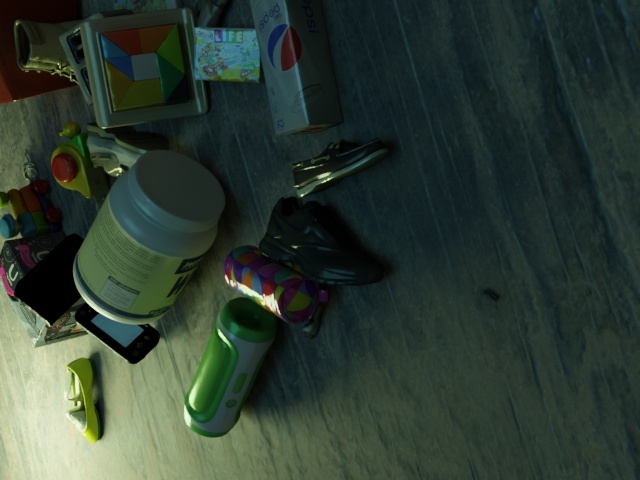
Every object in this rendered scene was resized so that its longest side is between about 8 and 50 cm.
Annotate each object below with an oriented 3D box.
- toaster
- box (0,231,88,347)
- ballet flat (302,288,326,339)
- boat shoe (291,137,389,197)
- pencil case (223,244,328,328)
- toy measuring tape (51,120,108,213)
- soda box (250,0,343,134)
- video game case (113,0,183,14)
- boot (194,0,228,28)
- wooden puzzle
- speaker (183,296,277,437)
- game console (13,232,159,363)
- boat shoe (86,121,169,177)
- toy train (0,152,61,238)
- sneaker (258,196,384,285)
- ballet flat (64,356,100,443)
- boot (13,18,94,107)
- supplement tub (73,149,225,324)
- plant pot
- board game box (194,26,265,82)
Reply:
[{"bbox_3d":[-0.454,-0.397,1.981,0.185,0.110,0.168,-20,96,32],"label":"toaster"},{"bbox_3d":[-0.686,0.118,2.295,0.247,0.163,0.142,52,130,24],"label":"box"},{"bbox_3d":[-0.020,0.143,1.755,0.041,0.041,0.114,37,121,33],"label":"ballet flat"},{"bbox_3d":[0.027,-0.141,1.630,0.227,0.081,0.069,-23,85,46],"label":"boat shoe"},{"bbox_3d":[-0.092,0.082,1.748,0.236,0.104,0.104,26,115,50],"label":"pencil case"},{"bbox_3d":[-0.569,-0.120,2.187,0.121,0.121,0.330,1,106,43],"label":"toy measuring tape"},{"bbox_3d":[-0.046,-0.339,1.655,0.091,0.098,0.286,-11,89,44],"label":"soda box"},{"bbox_3d":[-0.384,-0.543,1.990,0.212,0.023,0.193,-13,88,44],"label":"video game case"},{"bbox_3d":[-0.212,-0.456,1.830,0.087,0.042,0.118,-37,72,38],"label":"boot"},{"bbox_3d":[-0.362,-0.354,1.881,0.238,0.044,0.221,-8,101,-1],"label":"wooden puzzle"},{"bbox_3d":[-0.188,0.263,1.877,0.131,0.131,0.297,43,124,30],"label":"speaker"},{"bbox_3d":[-0.527,0.149,2.155,0.361,0.213,0.044,34,154,15],"label":"game console"},{"bbox_3d":[-0.426,-0.191,2.041,0.302,0.113,0.103,24,115,50],"label":"boat shoe"},{"bbox_3d":[-0.784,-0.115,2.362,0.105,0.143,0.248,-41,70,39],"label":"toy train"},{"bbox_3d":[0.000,0.000,1.670,0.286,0.109,0.130,23,106,37],"label":"sneaker"},{"bbox_3d":[-0.616,0.414,2.342,0.077,0.077,0.231,6,101,42],"label":"ballet flat"},{"bbox_3d":[-0.571,-0.383,2.070,0.095,0.203,0.262,-27,78,43],"label":"boot"},{"bbox_3d":[-0.357,-0.006,1.914,0.235,0.235,0.325,54,129,22],"label":"supplement tub"},{"bbox_3d":[-0.728,-0.458,2.189,0.267,0.267,0.236,0,110,44],"label":"plant pot"},{"bbox_3d":[-0.178,-0.364,1.795,0.154,0.026,0.104,7,103,26],"label":"board game box"}]
